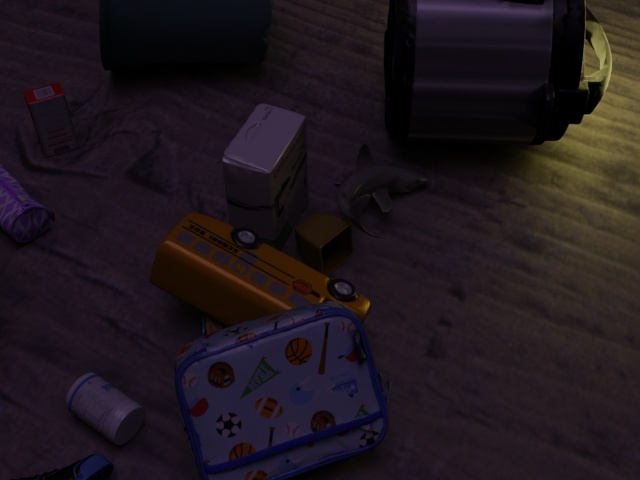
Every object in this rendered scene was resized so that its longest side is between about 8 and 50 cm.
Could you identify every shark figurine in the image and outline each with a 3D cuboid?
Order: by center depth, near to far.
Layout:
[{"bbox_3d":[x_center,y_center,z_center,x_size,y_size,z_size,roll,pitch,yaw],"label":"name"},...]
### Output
[{"bbox_3d":[0.075,-0.109,1.666,0.166,0.116,0.278,14,26,21],"label":"shark figurine"}]

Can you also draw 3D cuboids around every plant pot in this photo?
[{"bbox_3d":[0.000,0.000,1.638,0.083,0.081,0.081,33,57,31],"label":"plant pot"},{"bbox_3d":[-0.268,-0.510,1.933,0.334,0.341,0.341,4,49,-7],"label":"plant pot"}]

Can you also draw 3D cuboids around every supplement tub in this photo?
[{"bbox_3d":[-0.329,0.256,1.423,0.107,0.071,0.071,29,55,22],"label":"supplement tub"}]

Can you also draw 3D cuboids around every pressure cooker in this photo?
[{"bbox_3d":[0.333,-0.365,1.768,0.421,0.375,0.369,3,88,2],"label":"pressure cooker"}]

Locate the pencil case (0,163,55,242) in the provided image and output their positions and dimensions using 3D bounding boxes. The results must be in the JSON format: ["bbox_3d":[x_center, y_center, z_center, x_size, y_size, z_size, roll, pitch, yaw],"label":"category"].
[{"bbox_3d":[-0.578,-0.080,1.700,0.206,0.088,0.086,36,57,28],"label":"pencil case"}]

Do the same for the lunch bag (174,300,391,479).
[{"bbox_3d":[-0.050,0.230,1.354,0.304,0.243,0.115,-15,8,-10],"label":"lunch bag"}]

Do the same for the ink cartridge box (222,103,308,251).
[{"bbox_3d":[-0.092,-0.104,1.632,0.093,0.219,0.160,17,52,14],"label":"ink cartridge box"}]

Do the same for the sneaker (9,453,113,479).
[{"bbox_3d":[-0.410,0.364,1.321,0.232,0.081,0.090,-35,65,-25],"label":"sneaker"}]

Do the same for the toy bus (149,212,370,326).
[{"bbox_3d":[-0.094,0.082,1.492,0.333,0.108,0.130,28,38,6],"label":"toy bus"}]

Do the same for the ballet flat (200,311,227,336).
[{"bbox_3d":[-0.163,0.172,1.493,0.073,0.080,0.232,7,49,-8],"label":"ballet flat"}]

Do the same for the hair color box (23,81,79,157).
[{"bbox_3d":[-0.516,-0.231,1.793,0.072,0.141,0.043,-20,52,-16],"label":"hair color box"}]
